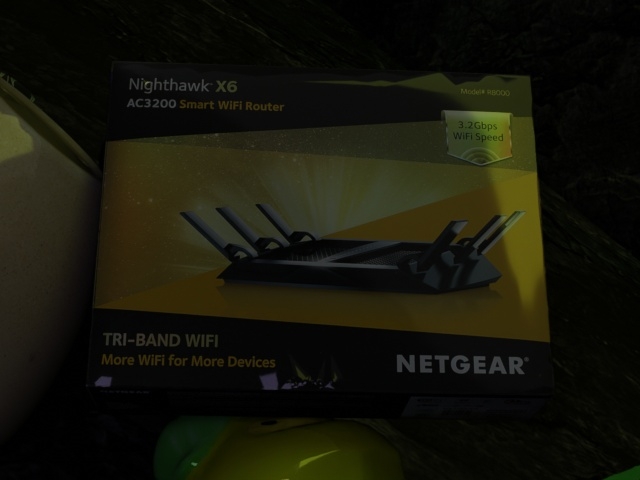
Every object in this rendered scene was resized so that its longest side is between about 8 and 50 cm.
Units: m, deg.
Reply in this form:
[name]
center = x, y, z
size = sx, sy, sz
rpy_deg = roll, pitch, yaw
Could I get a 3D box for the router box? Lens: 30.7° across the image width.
[router box]
center = 0.000, 0.000, 0.828
size = 0.309, 0.081, 0.243
rpy_deg = 1, 68, -3

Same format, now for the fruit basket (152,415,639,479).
[fruit basket]
center = 0.047, 0.225, 0.795
size = 0.392, 0.283, 0.392
rpy_deg = 35, 30, -24

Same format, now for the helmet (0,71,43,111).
[helmet]
center = -0.340, -0.088, 1.123
size = 0.169, 0.169, 0.161
rpy_deg = 26, 37, -13

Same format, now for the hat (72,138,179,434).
[hat]
center = -0.139, 0.075, 0.998
size = 0.134, 0.331, 0.331
rpy_deg = -34, 57, -21

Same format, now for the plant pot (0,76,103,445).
[plant pot]
center = -0.268, -0.017, 0.850
size = 0.284, 0.191, 0.284
rpy_deg = 43, 2, -2
